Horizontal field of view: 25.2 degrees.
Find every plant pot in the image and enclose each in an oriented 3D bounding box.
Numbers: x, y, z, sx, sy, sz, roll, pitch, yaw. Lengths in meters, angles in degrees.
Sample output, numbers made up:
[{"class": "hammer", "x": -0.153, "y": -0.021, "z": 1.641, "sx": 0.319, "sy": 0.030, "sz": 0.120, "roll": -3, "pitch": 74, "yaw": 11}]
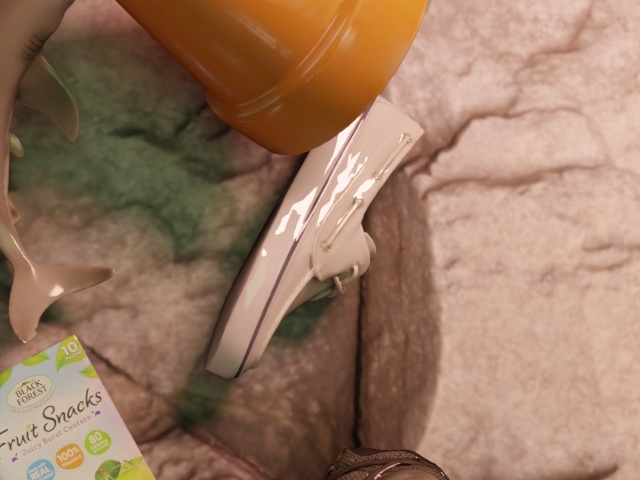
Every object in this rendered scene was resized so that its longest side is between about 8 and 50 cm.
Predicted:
[{"class": "plant pot", "x": -0.055, "y": -0.195, "z": 1.053, "sx": 0.188, "sy": 0.205, "sz": 0.205, "roll": 29, "pitch": 72, "yaw": -31}]

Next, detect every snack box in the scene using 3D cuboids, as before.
[{"class": "snack box", "x": -0.193, "y": 0.155, "z": 1.060, "sx": 0.100, "sy": 0.037, "sz": 0.141, "roll": -28, "pitch": 88, "yaw": -21}]

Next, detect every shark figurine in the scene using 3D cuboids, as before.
[{"class": "shark figurine", "x": -0.249, "y": -0.074, "z": 1.040, "sx": 0.166, "sy": 0.116, "sz": 0.278, "roll": 6, "pitch": 101, "yaw": 27}]

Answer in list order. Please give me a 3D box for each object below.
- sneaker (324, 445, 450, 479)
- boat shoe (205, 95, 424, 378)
[{"class": "sneaker", "x": 0.001, "y": 0.231, "z": 1.088, "sx": 0.228, "sy": 0.130, "sz": 0.087, "roll": -33, "pitch": 96, "yaw": 8}, {"class": "boat shoe", "x": 0.000, "y": 0.000, "z": 1.124, "sx": 0.088, "sy": 0.096, "sz": 0.267, "roll": 30, "pitch": 64, "yaw": -5}]
